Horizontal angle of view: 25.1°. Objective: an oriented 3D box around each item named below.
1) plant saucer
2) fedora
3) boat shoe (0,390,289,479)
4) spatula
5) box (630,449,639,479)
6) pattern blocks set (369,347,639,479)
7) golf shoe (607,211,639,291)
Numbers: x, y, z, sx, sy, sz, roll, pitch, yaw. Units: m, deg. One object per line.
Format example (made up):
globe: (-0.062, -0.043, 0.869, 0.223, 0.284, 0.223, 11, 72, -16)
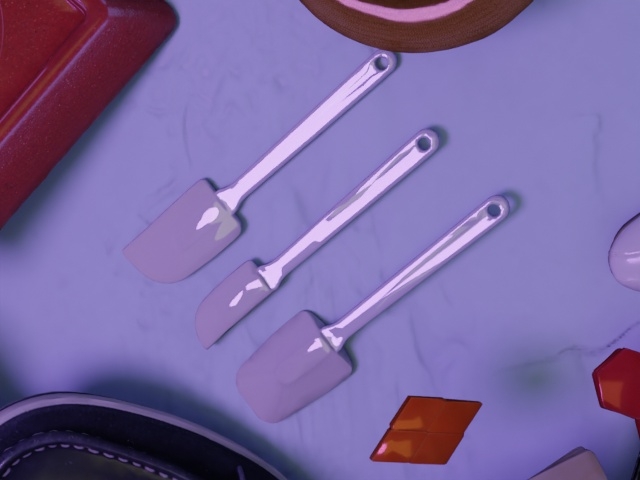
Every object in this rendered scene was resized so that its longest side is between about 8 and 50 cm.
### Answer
plant saucer: (-0.273, -0.136, 0.941, 0.259, 0.048, 0.258, 41, 92, 1)
fedora: (0.063, -0.206, 0.856, 0.194, 0.079, 0.194, 6, 108, 20)
boat shoe: (-0.033, 0.278, 0.950, 0.500, 0.156, 0.187, 40, 88, 0)
spatula: (0.000, 0.000, 0.965, 0.242, 0.019, 0.168, -39, 87, 20)
box: (0.286, 0.205, 0.926, 0.190, 0.045, 0.184, 18, 110, 10)
pattern blocks set: (0.125, 0.221, 0.874, 0.324, 0.026, 0.285, -18, 90, -4)
golf shoe: (0.262, 0.002, 0.855, 0.186, 0.086, 0.068, -9, 104, 19)
